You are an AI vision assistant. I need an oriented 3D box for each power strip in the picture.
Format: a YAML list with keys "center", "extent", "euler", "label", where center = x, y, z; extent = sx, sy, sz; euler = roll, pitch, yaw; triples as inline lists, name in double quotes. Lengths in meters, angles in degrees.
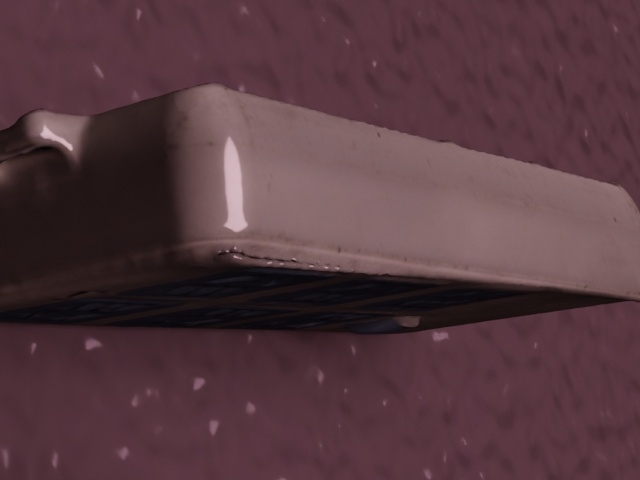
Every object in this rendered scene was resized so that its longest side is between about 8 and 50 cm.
- center: [0.000, 0.000, 0.391]
  extent: [0.192, 0.081, 0.035]
  euler: [8, 74, -55]
  label: "power strip"
